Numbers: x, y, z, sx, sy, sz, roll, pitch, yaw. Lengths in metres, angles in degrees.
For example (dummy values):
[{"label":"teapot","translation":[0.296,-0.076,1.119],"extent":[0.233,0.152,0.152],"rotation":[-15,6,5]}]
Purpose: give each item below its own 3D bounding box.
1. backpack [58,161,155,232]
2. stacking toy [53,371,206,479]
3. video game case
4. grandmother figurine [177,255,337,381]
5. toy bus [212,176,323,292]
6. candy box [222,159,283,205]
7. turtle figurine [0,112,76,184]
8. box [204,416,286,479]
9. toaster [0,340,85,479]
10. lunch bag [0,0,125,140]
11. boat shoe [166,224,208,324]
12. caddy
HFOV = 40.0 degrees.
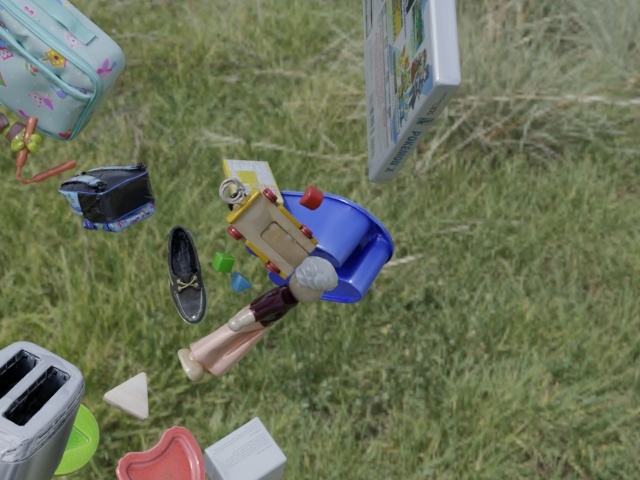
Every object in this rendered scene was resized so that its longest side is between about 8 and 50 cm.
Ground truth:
[{"label":"backpack","translation":[-0.460,-0.093,1.865],"extent":[0.173,0.117,0.158],"rotation":[4,26,35]},{"label":"stacking toy","translation":[-0.377,0.403,1.528],"extent":[0.309,0.130,0.279],"rotation":[-17,70,-32]},{"label":"video game case","translation":[0.110,-0.280,1.152],"extent":[0.036,0.300,0.329],"rotation":[3,71,-11]},{"label":"grandmother figurine","translation":[-0.110,0.145,1.710],"extent":[0.342,0.104,0.208],"rotation":[-36,5,16]},{"label":"toy bus","translation":[-0.102,-0.029,1.501],"extent":[0.191,0.202,0.104],"rotation":[-6,23,-26]},{"label":"candy box","translation":[-0.151,-0.125,1.933],"extent":[0.105,0.027,0.206],"rotation":[4,28,-16]},{"label":"turtle figurine","translation":[-0.397,-0.148,0.944],"extent":[0.270,0.217,0.087],"rotation":[-6,31,-31]},{"label":"box","translation":[-0.120,0.354,1.389],"extent":[0.101,0.102,0.087],"rotation":[-29,66,-23]},{"label":"toaster","translation":[-0.354,0.217,0.992],"extent":[0.129,0.146,0.227],"rotation":[30,25,3]},{"label":"lunch bag","translation":[-0.443,-0.293,1.321],"extent":[0.279,0.224,0.108],"rotation":[38,55,-12]},{"label":"boat shoe","translation":[-0.306,0.078,1.983],"extent":[0.081,0.227,0.068],"rotation":[-12,-9,-4]},{"label":"caddy","translation":[0.000,0.000,1.973],"extent":[0.341,0.241,0.179],"rotation":[6,52,39]}]
